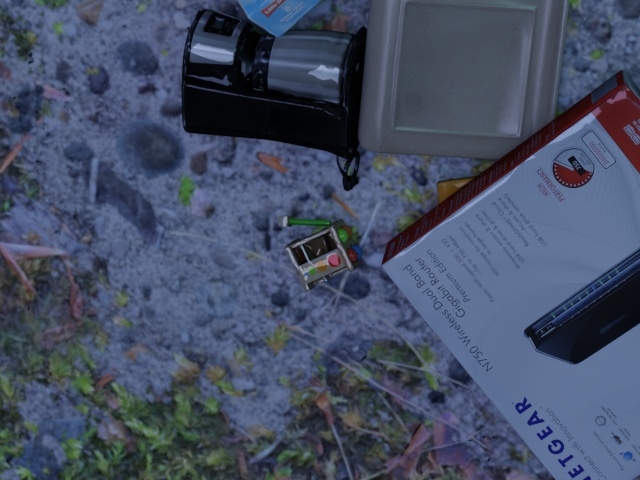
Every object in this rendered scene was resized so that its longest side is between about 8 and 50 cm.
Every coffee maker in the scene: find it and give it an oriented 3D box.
[{"bbox_3d":[-0.048,-0.142,1.850,0.178,0.120,0.171,8,102,11],"label":"coffee maker"}]

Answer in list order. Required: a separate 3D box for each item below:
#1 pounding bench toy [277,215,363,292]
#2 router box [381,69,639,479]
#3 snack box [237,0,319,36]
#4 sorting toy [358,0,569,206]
[{"bbox_3d":[0.000,0.000,1.899,0.065,0.052,0.083,-25,93,15],"label":"pounding bench toy"},{"bbox_3d":[0.281,0.054,1.807,0.301,0.082,0.335,-37,100,15],"label":"router box"},{"bbox_3d":[0.023,-0.371,1.779,0.322,0.060,0.187,-41,54,15],"label":"snack box"},{"bbox_3d":[0.141,-0.172,1.826,0.196,0.047,0.347,5,106,-2],"label":"sorting toy"}]
